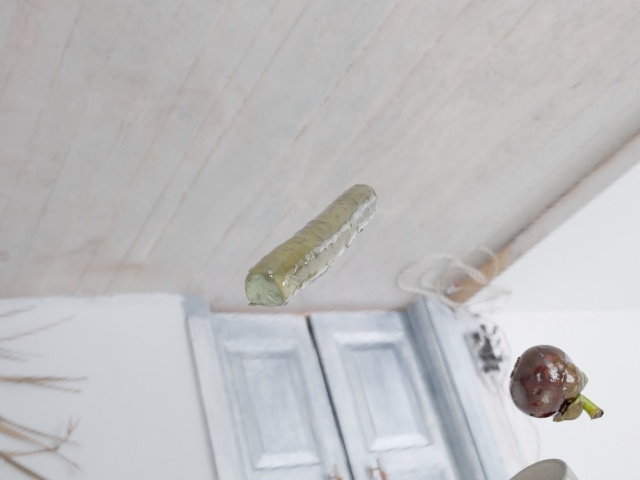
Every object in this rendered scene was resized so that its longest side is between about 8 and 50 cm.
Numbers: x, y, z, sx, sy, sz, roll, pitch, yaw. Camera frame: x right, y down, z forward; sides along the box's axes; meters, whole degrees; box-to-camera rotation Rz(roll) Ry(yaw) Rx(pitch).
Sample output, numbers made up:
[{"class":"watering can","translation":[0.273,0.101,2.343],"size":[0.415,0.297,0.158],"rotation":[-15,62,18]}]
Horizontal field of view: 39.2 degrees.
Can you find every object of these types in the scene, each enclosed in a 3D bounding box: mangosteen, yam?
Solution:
[{"class":"mangosteen","translation":[0.461,0.278,1.760],"size":[0.181,0.145,0.156],"rotation":[4,161,9]},{"class":"yam","translation":[0.000,0.000,1.346],"size":[0.083,0.083,0.371],"rotation":[-35,-176,34]}]

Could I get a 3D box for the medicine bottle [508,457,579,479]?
[{"class":"medicine bottle","translation":[0.550,0.671,1.907],"size":[0.224,0.384,0.224],"rotation":[-35,-175,4]}]
